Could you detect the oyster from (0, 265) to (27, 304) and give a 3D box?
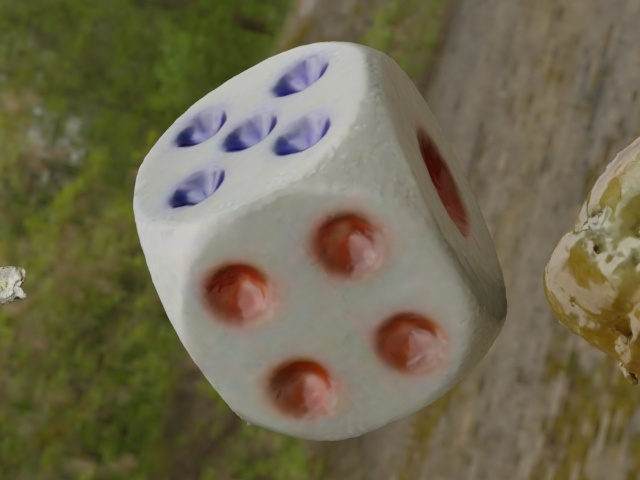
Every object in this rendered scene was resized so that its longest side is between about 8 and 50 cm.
[{"bbox_3d":[-0.470,0.084,2.454,0.106,0.199,0.061,-64,-41,-52],"label":"oyster"}]

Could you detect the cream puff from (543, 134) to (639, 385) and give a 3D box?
[{"bbox_3d":[0.397,0.017,1.781,0.231,0.343,0.327,56,164,28],"label":"cream puff"}]

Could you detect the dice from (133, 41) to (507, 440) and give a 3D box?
[{"bbox_3d":[0.000,0.000,1.656,0.259,0.251,0.243,57,-162,-28],"label":"dice"}]
